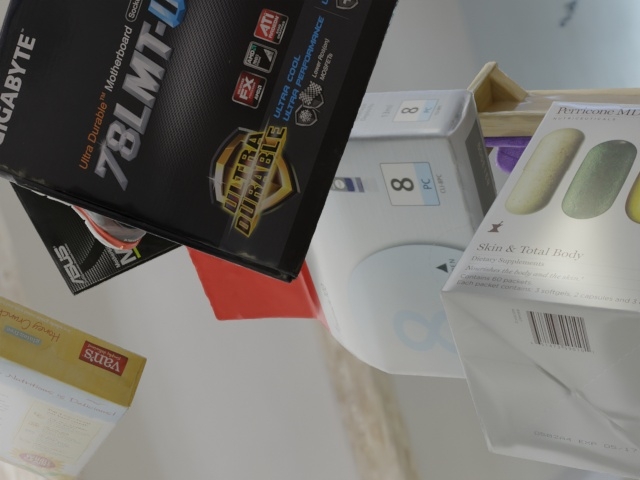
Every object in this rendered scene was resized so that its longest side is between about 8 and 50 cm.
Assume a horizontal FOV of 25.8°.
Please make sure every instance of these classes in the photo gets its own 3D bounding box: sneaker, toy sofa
[{"bbox_3d":[-0.210,-0.060,1.250,0.158,0.065,0.061,39,-130,-16],"label":"sneaker"},{"bbox_3d":[0.385,-0.147,1.922,0.150,0.362,0.177,-53,-41,-55],"label":"toy sofa"}]

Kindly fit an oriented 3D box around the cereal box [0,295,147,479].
[{"bbox_3d":[-0.239,0.109,1.046,0.173,0.240,0.047,24,-120,-11],"label":"cereal box"}]

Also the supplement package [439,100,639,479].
[{"bbox_3d":[0.260,0.038,1.196,0.263,0.199,0.198,-55,-42,-38],"label":"supplement package"}]

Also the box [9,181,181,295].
[{"bbox_3d":[-0.274,-0.049,1.774,0.045,0.184,0.191,-121,7,-63],"label":"box"}]

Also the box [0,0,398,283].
[{"bbox_3d":[-0.107,-0.152,1.133,0.073,0.293,0.296,-79,10,-83],"label":"box"}]

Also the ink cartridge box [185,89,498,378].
[{"bbox_3d":[0.000,0.000,1.443,0.091,0.384,0.308,-64,-36,-45],"label":"ink cartridge box"}]
